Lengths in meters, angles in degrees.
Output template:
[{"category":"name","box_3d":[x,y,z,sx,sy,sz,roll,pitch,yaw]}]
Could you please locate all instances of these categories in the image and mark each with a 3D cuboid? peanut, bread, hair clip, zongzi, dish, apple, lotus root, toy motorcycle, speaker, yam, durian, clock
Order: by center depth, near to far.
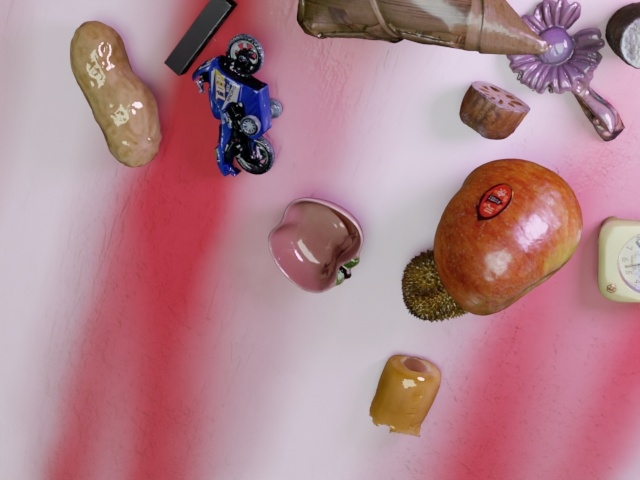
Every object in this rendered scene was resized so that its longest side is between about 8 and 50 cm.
[{"category":"zongzi","box_3d":[0.196,-0.584,1.491,0.467,0.218,0.500,10,115,20]},{"category":"yam","box_3d":[0.570,-0.359,1.530,0.107,0.194,0.107,4,111,9]},{"category":"hair clip","box_3d":[0.479,-0.308,1.640,0.173,0.069,0.300,-36,99,24]},{"category":"apple","box_3d":[0.345,-0.015,1.677,0.250,0.309,0.277,52,154,12]},{"category":"lotus root","box_3d":[0.335,-0.252,1.677,0.122,0.112,0.081,42,130,30]},{"category":"clock","box_3d":[0.669,0.039,1.719,0.232,0.069,0.170,3,106,19]},{"category":"speaker","box_3d":[-0.248,-0.427,1.789,0.046,0.040,0.191,43,115,-2]},{"category":"toy motorcycle","box_3d":[-0.179,-0.275,1.798,0.168,0.113,0.315,9,122,22]},{"category":"peanut","box_3d":[-0.425,-0.309,1.828,0.147,0.147,0.319,-15,104,19]},{"category":"durian","box_3d":[0.243,0.096,1.830,0.168,0.137,0.158,-22,85,34]},{"category":"dish","box_3d":[0.000,0.000,1.870,0.213,0.090,0.213,5,110,14]},{"category":"bread","box_3d":[0.192,0.348,1.961,0.134,0.085,0.173,18,115,6]}]
